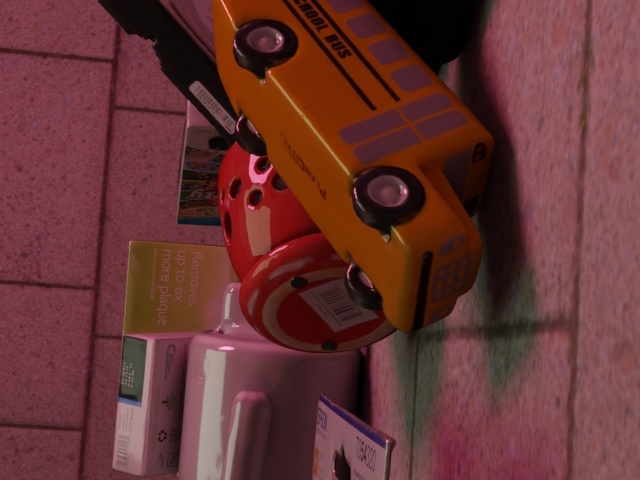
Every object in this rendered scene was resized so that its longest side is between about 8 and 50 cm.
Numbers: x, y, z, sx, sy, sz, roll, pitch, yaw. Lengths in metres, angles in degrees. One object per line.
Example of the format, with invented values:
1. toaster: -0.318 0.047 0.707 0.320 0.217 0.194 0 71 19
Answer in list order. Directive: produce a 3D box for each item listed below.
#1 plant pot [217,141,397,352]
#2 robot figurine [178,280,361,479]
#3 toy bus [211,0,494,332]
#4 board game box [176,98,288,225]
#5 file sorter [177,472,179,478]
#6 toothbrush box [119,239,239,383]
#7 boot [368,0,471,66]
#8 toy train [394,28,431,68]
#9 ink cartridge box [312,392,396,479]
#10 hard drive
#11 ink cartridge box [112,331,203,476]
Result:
1. plant pot: 0.000 0.000 1.084 0.191 0.191 0.174 104 165 -50
2. robot figurine: -0.060 0.224 1.329 0.300 0.200 0.353 11 -96 -78
3. toy bus: 0.023 -0.091 0.894 0.332 0.130 0.108 53 156 33
4. board game box: -0.082 -0.120 1.606 0.303 0.224 0.097 112 158 -66
5. file sorter: -0.138 0.256 1.903 0.173 0.193 0.277 -100 16 -51
6. toothbrush box: -0.139 0.109 1.650 0.122 0.283 0.206 -176 91 -81
7. boot: 0.045 -0.281 0.948 0.246 0.094 0.207 46 147 21
8. toy train: 0.050 -0.160 1.109 0.184 0.105 0.080 104 175 -48
9. ink cartridge box: 0.032 0.286 0.810 0.324 0.072 0.330 163 114 -83
10. hard drive: -0.084 -0.254 1.326 0.064 0.237 0.339 -38 8 31
11. ink cartridge box: -0.117 0.198 1.466 0.065 0.333 0.165 4 89 39
